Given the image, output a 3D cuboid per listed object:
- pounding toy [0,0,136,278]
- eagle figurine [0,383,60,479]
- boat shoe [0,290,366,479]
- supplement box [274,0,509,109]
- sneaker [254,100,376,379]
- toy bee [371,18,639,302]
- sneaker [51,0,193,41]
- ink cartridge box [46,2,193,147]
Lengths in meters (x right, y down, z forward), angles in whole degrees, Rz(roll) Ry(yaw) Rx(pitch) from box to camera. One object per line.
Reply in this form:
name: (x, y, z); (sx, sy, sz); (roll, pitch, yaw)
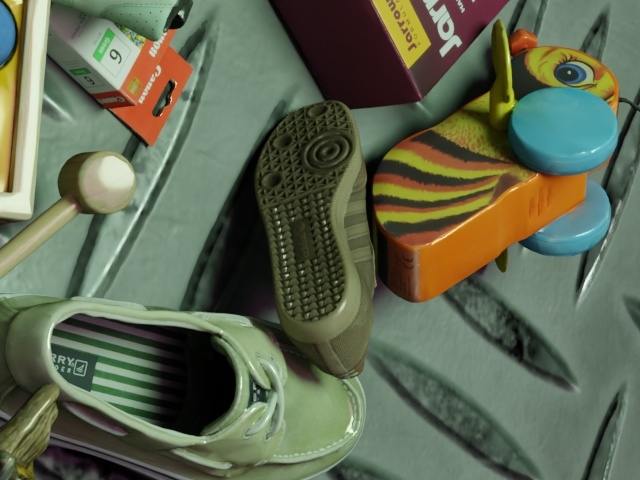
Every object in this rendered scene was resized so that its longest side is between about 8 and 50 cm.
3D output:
pounding toy: (-0.172, -0.046, 0.833); (0.206, 0.094, 0.181); (8, 83, -33)
eagle figurine: (-0.121, 0.229, 0.843); (0.298, 0.226, 0.225); (67, 27, -14)
boat shoe: (-0.070, 0.089, 0.962); (0.302, 0.094, 0.109); (13, 80, -45)
supplement box: (0.062, -0.180, 1.118); (0.188, 0.081, 0.104); (-49, 122, -35)
sneaker: (0.000, 0.000, 1.042); (0.071, 0.066, 0.188); (66, 19, -46)
toy bee: (0.144, -0.065, 1.171); (0.298, 0.162, 0.195); (-6, 129, -33)
sneaker: (-0.079, -0.225, 0.924); (0.151, 0.094, 0.255); (28, 75, -6)
ink cartridge box: (-0.112, -0.110, 0.972); (0.115, 0.029, 0.062); (44, 59, -35)
